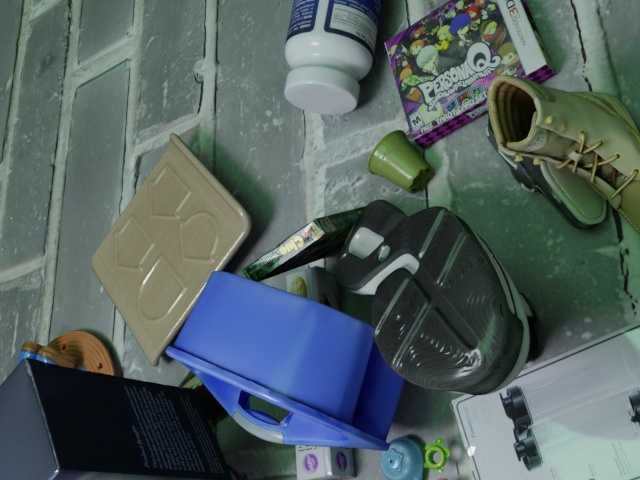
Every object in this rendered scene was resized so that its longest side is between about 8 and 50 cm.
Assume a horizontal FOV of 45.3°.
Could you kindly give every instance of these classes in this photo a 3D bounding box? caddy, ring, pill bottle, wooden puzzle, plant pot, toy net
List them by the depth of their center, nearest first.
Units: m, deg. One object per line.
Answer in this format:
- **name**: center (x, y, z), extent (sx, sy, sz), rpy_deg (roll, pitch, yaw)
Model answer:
- **toy net**: center (0.126, 0.381, 1.018), extent (0.122, 0.045, 0.232), rpy_deg (-8, 70, 34)
- **caddy**: center (-0.047, 0.177, 1.022), extent (0.341, 0.241, 0.179), rpy_deg (15, 74, 38)
- **plant pot**: center (0.129, -0.115, 1.186), extent (0.079, 0.083, 0.083), rpy_deg (44, 102, 28)
- **pill bottle**: center (0.021, -0.360, 1.308), extent (0.153, 0.153, 0.265), rpy_deg (-1, 73, 38)
- **wooden puzzle**: center (-0.282, 0.015, 1.464), extent (0.348, 0.080, 0.322), rpy_deg (-56, 49, 13)
- **ring**: center (-0.515, 0.350, 1.547), extent (0.336, 0.032, 0.337), rpy_deg (-14, 66, 34)

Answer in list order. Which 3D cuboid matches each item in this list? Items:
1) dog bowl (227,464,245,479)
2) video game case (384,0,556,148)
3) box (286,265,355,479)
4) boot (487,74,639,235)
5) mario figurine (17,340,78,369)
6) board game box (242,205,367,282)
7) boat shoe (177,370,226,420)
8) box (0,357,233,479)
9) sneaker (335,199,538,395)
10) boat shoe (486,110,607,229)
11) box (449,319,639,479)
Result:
- **dog bowl**: center (-0.249, 0.508, 1.197), extent (0.407, 0.150, 0.408), rpy_deg (-15, 64, 35)
- **video game case**: center (0.223, -0.285, 1.193), extent (0.232, 0.041, 0.210), rpy_deg (-28, 57, 28)
- **box**: center (-0.002, 0.200, 1.173), extent (0.067, 0.063, 0.324), rpy_deg (-19, 62, 32)
- **boot**: center (0.325, -0.097, 0.924), extent (0.095, 0.203, 0.262), rpy_deg (-54, 43, 40)
- **mario figurine**: center (-0.584, 0.374, 1.520), extent (0.321, 0.170, 0.198), rpy_deg (-68, 12, -17)
- **board game box**: center (0.000, 0.000, 1.130), extent (0.136, 0.259, 0.030), rpy_deg (-37, 82, 24)
- **boat shoe**: center (-0.161, 0.210, 1.289), extent (0.257, 0.095, 0.095), rpy_deg (-40, 39, 13)
- **box**: center (-0.337, 0.339, 1.037), extent (0.296, 0.294, 0.183), rpy_deg (-47, 51, 16)
- **sneaker**: center (0.191, 0.080, 0.902), extent (0.169, 0.257, 0.447), rpy_deg (-62, 16, 7)
- **boat shoe**: center (0.305, -0.102, 1.050), extent (0.233, 0.084, 0.079), rpy_deg (60, 150, 29)
- **box**: center (0.315, 0.218, 0.898), extent (0.289, 0.087, 0.169), rpy_deg (-31, 57, 25)
